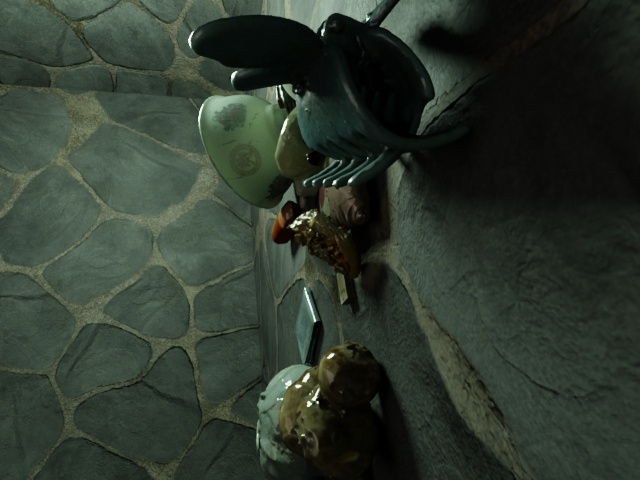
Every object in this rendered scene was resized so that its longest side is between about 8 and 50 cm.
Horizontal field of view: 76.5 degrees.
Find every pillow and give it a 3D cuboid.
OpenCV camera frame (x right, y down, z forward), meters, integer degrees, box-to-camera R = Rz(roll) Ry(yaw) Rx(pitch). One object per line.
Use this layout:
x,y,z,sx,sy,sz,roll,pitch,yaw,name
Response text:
0.047,-0.123,0.926,0.236,0.084,0.223,141,127,-68,pillow

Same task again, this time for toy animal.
0.032,-0.264,0.924,0.202,0.070,0.105,-52,17,11,toy animal

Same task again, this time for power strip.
-0.078,-0.462,1.295,0.251,0.092,0.256,54,-154,-65,power strip

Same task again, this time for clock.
-0.038,-0.213,1.264,0.155,0.063,0.229,-140,53,-73,clock

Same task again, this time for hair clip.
0.038,-0.222,0.624,0.238,0.392,0.318,64,167,-13,hair clip

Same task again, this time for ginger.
0.010,0.388,0.904,0.375,0.177,0.256,131,142,-51,ginger

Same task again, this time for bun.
-0.083,0.551,1.200,0.362,0.212,0.361,178,90,-76,bun
-0.024,-0.248,1.059,0.222,0.128,0.222,21,-90,-80,bun

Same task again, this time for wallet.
-0.045,0.290,1.363,0.167,0.036,0.222,-111,26,-50,wallet

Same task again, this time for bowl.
-0.187,-0.344,1.404,0.196,0.435,0.434,-22,62,26,bowl

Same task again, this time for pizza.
0.000,0.000,0.926,0.226,0.069,0.147,38,158,21,pizza

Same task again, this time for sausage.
-0.129,-0.066,1.553,0.300,0.084,0.089,132,141,-63,sausage

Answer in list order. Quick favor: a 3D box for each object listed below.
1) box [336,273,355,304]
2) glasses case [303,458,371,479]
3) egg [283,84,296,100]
0.062,0.111,0.999,0.053,0.024,0.083,118,146,-61,box
0.035,0.525,0.957,0.191,0.042,0.071,-24,72,43,glasses case
-0.038,-0.454,1.077,0.151,0.151,0.209,118,144,-60,egg
